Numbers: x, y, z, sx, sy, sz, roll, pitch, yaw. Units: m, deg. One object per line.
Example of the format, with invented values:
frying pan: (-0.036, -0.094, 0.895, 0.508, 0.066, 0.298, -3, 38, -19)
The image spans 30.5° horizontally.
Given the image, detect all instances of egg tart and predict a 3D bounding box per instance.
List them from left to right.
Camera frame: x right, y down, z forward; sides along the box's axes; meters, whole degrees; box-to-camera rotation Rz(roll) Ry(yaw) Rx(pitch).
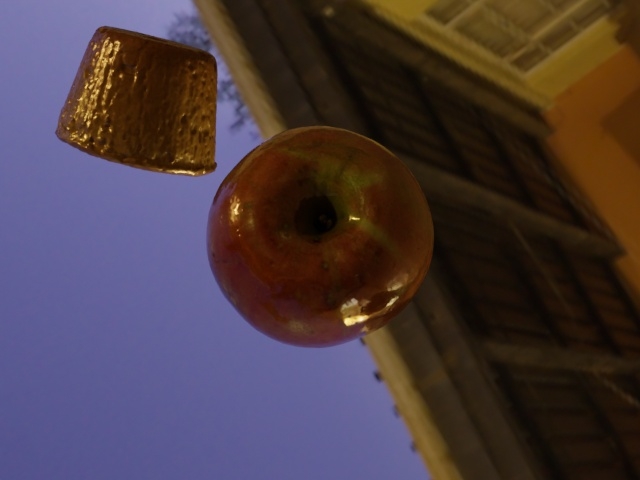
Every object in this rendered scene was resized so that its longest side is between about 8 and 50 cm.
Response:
egg tart: (-0.204, -0.168, 1.399, 0.202, 0.147, 0.202, 15, -171, -2)

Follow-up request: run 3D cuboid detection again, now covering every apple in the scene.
apple: (0.000, 0.000, 1.018, 0.196, 0.196, 0.196, 41, -153, -27)
